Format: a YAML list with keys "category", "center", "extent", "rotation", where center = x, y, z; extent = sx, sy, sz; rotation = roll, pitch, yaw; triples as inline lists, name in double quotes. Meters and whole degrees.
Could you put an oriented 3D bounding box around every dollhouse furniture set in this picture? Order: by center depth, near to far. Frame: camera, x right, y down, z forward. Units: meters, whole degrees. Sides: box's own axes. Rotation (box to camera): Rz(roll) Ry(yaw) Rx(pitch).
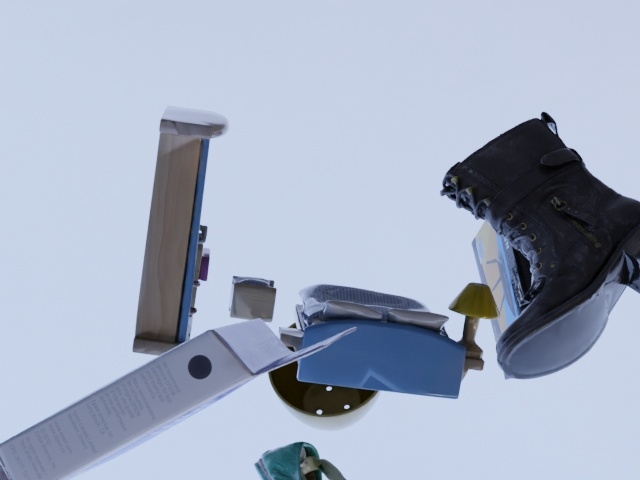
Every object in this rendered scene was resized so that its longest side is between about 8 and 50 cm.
- category: "dollhouse furniture set"
  center: [0.000, 0.000, 1.703]
  extent: [0.303, 0.198, 0.286]
  rotation: [8, -171, -4]

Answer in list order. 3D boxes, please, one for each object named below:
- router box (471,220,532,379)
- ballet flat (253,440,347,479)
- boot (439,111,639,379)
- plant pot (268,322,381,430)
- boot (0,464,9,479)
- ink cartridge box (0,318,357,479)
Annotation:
- category: "router box"
  center: [0.228, 0.054, 2.205]
  extent: [0.046, 0.133, 0.179]
  rotation: [-6, -114, -14]
- category: "ballet flat"
  center: [-0.007, 0.279, 1.996]
  extent: [0.083, 0.087, 0.247]
  rotation: [63, 180, -27]
- category: "boot"
  center: [0.204, 0.001, 1.899]
  extent: [0.263, 0.091, 0.229]
  rotation: [-38, -124, -24]
- category: "plant pot"
  center: [0.011, 0.164, 2.170]
  extent: [0.134, 0.095, 0.134]
  rotation: [-2, -124, 3]
- category: "boot"
  center: [-0.235, 0.226, 1.603]
  extent: [0.106, 0.114, 0.037]
  rotation: [15, -142, -27]
- category: "ink cartridge box"
  center: [-0.085, 0.090, 1.220]
  extent: [0.045, 0.208, 0.206]
  rotation: [64, -175, 2]
